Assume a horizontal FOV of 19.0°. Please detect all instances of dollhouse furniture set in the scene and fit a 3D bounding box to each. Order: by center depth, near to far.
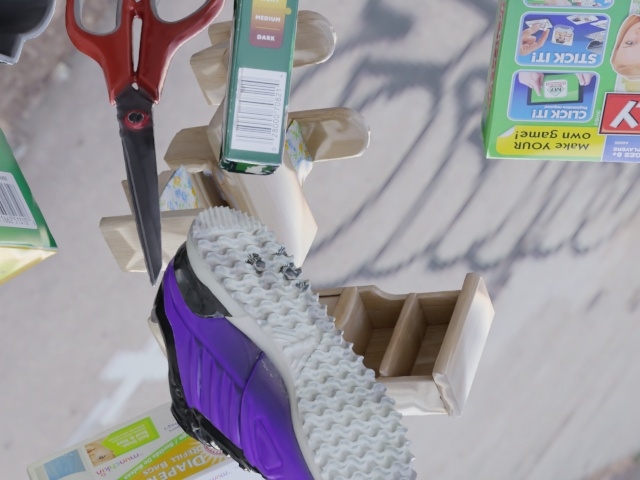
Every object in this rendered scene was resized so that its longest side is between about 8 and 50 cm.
[{"bbox_3d":[0.000,0.000,2.082,0.362,0.256,0.394,-66,143,-47],"label":"dollhouse furniture set"}]

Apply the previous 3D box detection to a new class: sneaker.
[{"bbox_3d":[-0.040,0.129,1.462,0.102,0.293,0.146,-6,148,-45],"label":"sneaker"}]

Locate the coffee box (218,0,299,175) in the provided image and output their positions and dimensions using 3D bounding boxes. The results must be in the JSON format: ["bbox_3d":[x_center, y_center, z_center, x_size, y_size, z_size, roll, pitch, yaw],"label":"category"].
[{"bbox_3d":[-0.036,-0.136,1.215,0.113,0.040,0.184,160,-65,-85],"label":"coffee box"}]

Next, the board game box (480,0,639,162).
[{"bbox_3d":[0.277,-0.143,1.287,0.046,0.317,0.214,-92,-177,-47],"label":"board game box"}]

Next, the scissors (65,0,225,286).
[{"bbox_3d":[-0.131,-0.088,1.254,0.021,0.109,0.297,93,4,-51],"label":"scissors"}]

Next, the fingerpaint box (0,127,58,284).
[{"bbox_3d":[-0.485,0.021,1.581,0.371,0.163,0.445,-29,171,14],"label":"fingerpaint box"}]

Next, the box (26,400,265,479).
[{"bbox_3d":[-0.138,0.224,1.692,0.203,0.114,0.103,-24,128,-10],"label":"box"}]

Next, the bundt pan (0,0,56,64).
[{"bbox_3d":[-0.355,-0.288,1.568,0.331,0.124,0.331,20,67,-57],"label":"bundt pan"}]
